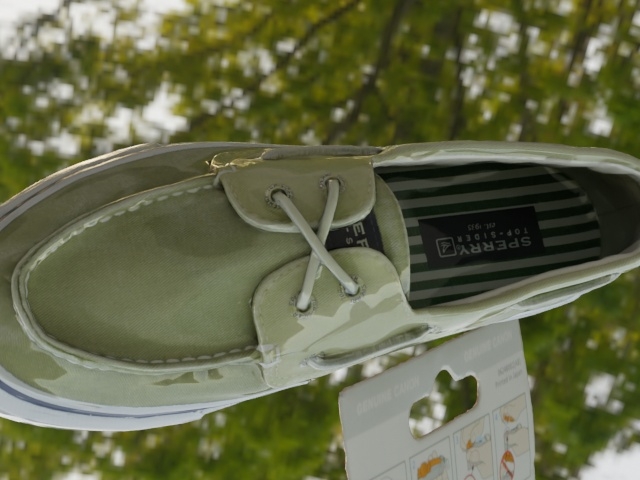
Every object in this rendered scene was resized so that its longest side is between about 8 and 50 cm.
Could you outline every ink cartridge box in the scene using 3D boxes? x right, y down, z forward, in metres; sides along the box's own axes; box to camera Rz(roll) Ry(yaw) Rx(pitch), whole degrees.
[{"bbox_3d":[0.071,0.269,1.348,0.091,0.385,0.308,-1,-171,31],"label":"ink cartridge box"}]

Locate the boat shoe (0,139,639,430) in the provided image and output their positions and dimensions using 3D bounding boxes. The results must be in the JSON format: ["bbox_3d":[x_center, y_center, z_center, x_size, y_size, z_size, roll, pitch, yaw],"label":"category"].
[{"bbox_3d":[0.000,0.000,0.676,0.302,0.094,0.109,-12,-98,-29],"label":"boat shoe"}]
